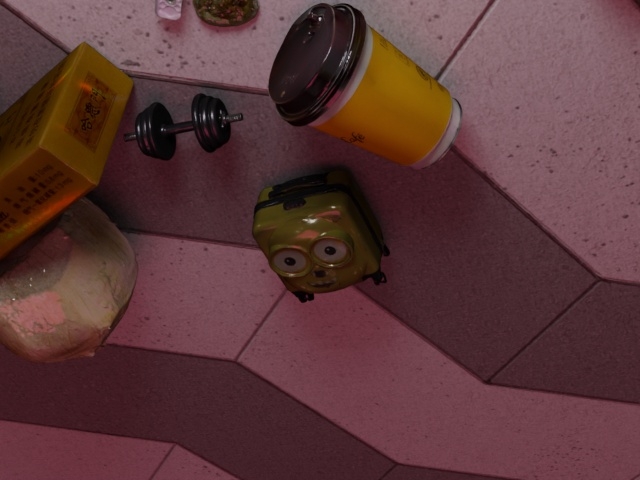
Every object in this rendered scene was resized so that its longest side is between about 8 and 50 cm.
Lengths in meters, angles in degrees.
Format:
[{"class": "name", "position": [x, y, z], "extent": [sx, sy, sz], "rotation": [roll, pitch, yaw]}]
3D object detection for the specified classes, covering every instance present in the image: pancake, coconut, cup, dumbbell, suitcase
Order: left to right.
[{"class": "coconut", "position": [-0.480, 0.082, 1.797], "extent": [0.297, 0.297, 0.254], "rotation": [-22, 127, 28]}, {"class": "dumbbell", "position": [-0.226, -0.185, 1.610], "extent": [0.209, 0.099, 0.099], "rotation": [-8, 135, 15]}, {"class": "pancake", "position": [-0.144, -0.362, 1.470], "extent": [0.108, 0.017, 0.108], "rotation": [1, 138, 1]}, {"class": "suitcase", "position": [0.000, 0.000, 1.742], "extent": [0.194, 0.143, 0.235], "rotation": [-13, 133, 21]}, {"class": "cup", "position": [0.070, -0.221, 1.478], "extent": [0.280, 0.196, 0.196], "rotation": [27, 134, -31]}]

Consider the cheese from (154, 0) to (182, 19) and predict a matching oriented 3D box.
[{"class": "cheese", "position": [-0.211, -0.420, 1.392], "extent": [0.127, 0.050, 0.255], "rotation": [12, 137, -5]}]

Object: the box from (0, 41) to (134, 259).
[{"class": "box", "position": [-0.499, -0.110, 1.607], "extent": [0.415, 0.264, 0.116], "rotation": [-29, 128, 33]}]
